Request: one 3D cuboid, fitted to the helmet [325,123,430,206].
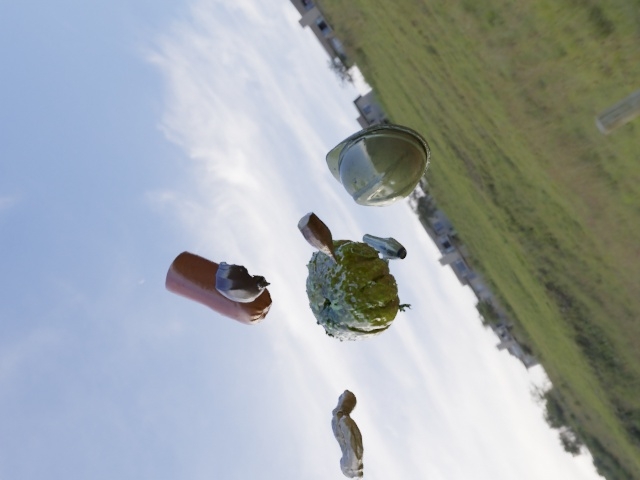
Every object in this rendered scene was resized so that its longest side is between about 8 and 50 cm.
[{"bbox_3d":[0.123,-0.141,1.330,0.204,0.258,0.137,41,-136,-30],"label":"helmet"}]

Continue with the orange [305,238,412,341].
[{"bbox_3d":[0.078,0.139,1.617,0.223,0.300,0.301,-24,-84,-37],"label":"orange"}]

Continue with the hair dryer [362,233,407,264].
[{"bbox_3d":[0.176,0.068,1.831,0.067,0.199,0.167,5,-152,-42],"label":"hair dryer"}]

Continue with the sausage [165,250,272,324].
[{"bbox_3d":[-0.242,0.117,1.405,0.259,0.113,0.113,22,-156,8],"label":"sausage"}]

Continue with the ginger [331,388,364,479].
[{"bbox_3d":[0.056,0.410,1.240,0.258,0.065,0.149,-132,38,-86],"label":"ginger"}]

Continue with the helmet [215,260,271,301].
[{"bbox_3d":[-0.168,0.093,1.211,0.123,0.098,0.070,36,-107,-39],"label":"helmet"}]

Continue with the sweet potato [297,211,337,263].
[{"bbox_3d":[0.000,0.000,1.062,0.117,0.049,0.049,54,-157,-26],"label":"sweet potato"}]
